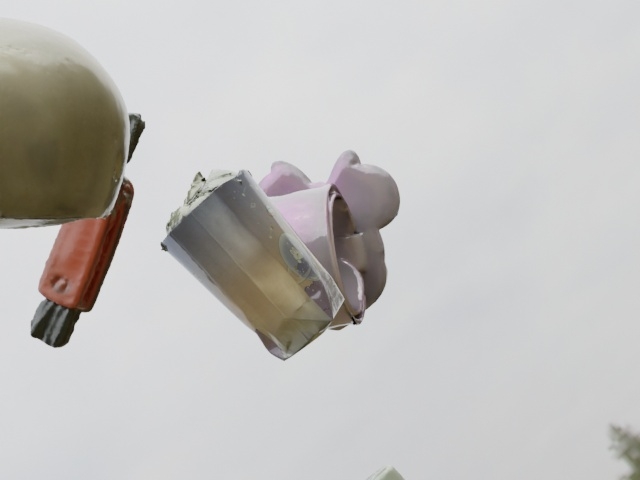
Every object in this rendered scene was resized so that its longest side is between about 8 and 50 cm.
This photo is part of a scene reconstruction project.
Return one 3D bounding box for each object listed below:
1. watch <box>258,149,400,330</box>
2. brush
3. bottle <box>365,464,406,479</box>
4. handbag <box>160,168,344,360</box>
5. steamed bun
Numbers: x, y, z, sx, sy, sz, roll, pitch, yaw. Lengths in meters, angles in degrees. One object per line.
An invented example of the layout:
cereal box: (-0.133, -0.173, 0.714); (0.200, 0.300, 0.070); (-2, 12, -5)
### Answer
watch: (0.000, 0.000, 1.761); (0.210, 0.248, 0.217); (-9, -3, 12)
brush: (-0.293, -0.014, 1.702); (0.323, 0.070, 0.051); (-67, -23, 4)
bottle: (0.120, 0.363, 1.416); (0.104, 0.245, 0.104); (-42, -6, -6)
handbag: (-0.061, 0.015, 1.100); (0.095, 0.173, 0.117); (-41, 0, 7)
steamed bun: (-0.349, -0.114, 1.292); (0.324, 0.206, 0.324); (-3, -2, 0)
